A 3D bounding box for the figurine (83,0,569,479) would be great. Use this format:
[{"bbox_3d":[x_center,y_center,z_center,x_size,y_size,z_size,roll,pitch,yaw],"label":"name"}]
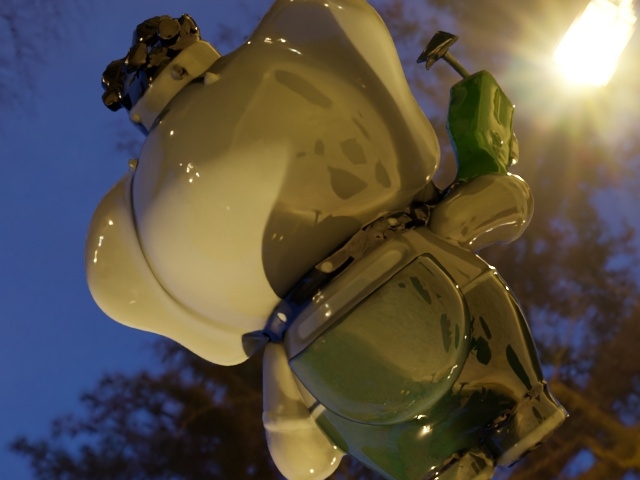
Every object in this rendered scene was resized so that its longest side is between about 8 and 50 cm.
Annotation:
[{"bbox_3d":[0.000,0.000,0.490,0.192,0.147,0.126,49,-164,4],"label":"figurine"}]
